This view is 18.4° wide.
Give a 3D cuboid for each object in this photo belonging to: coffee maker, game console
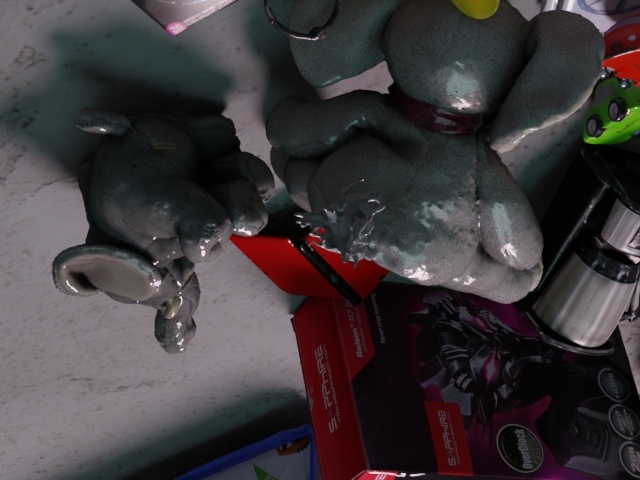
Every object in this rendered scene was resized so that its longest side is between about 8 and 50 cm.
[{"bbox_3d":[0.259,-0.005,1.942,0.120,0.171,0.178,-7,132,-49],"label":"coffee maker"},{"bbox_3d":[0.000,0.000,1.972,0.124,0.085,0.144,-47,144,-3],"label":"game console"}]

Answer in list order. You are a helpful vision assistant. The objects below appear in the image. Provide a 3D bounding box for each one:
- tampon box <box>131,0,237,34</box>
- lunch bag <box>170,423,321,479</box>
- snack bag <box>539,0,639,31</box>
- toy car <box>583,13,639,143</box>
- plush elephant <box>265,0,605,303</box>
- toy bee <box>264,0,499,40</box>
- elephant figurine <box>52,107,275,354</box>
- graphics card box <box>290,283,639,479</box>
[{"bbox_3d":[-0.113,-0.252,1.465,0.120,0.101,0.161,-26,145,21],"label":"tampon box"},{"bbox_3d":[-0.082,0.412,2.372,0.385,0.239,0.328,-22,149,20],"label":"lunch bag"},{"bbox_3d":[0.351,-0.297,1.608,0.323,0.037,0.342,-8,148,-7],"label":"snack bag"},{"bbox_3d":[0.305,-0.147,1.776,0.239,0.053,0.225,-1,162,-26],"label":"toy car"},{"bbox_3d":[0.096,-0.107,1.657,0.255,0.272,0.330,-61,170,8],"label":"plush elephant"},{"bbox_3d":[0.071,-0.264,1.491,0.298,0.162,0.195,-2,114,-26],"label":"toy bee"},{"bbox_3d":[-0.165,-0.002,1.778,0.169,0.186,0.239,-27,168,-50],"label":"elephant figurine"},{"bbox_3d":[0.167,0.172,2.087,0.371,0.233,0.094,8,142,-27],"label":"graphics card box"}]
